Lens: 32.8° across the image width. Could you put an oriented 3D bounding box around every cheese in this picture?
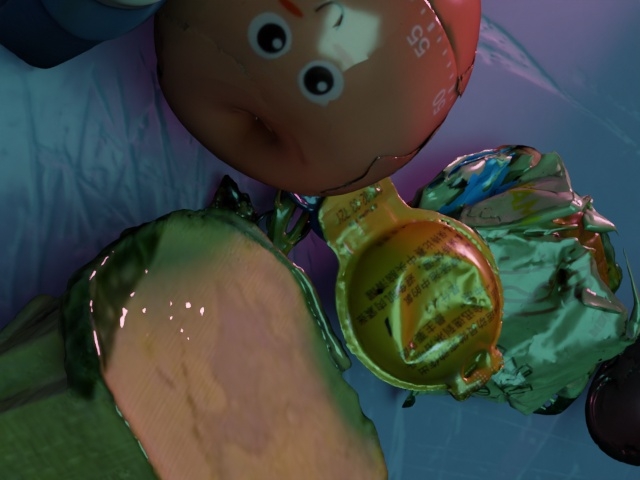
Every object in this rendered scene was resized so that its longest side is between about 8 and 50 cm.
[{"bbox_3d":[0.062,0.018,0.893,0.156,0.064,0.250,-37,94,-21],"label":"cheese"}]

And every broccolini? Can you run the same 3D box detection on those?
[{"bbox_3d":[-0.002,0.008,0.931,0.123,0.062,0.272,9,83,-29],"label":"broccolini"}]

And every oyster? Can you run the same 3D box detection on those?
[{"bbox_3d":[-0.074,0.016,0.931,0.086,0.029,0.132,-39,112,-17],"label":"oyster"}]

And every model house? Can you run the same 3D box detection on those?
[{"bbox_3d":[-0.136,0.160,0.812,0.321,0.266,0.261,60,28,-13],"label":"model house"}]

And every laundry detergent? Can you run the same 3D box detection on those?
[{"bbox_3d":[-0.146,-0.185,0.722,0.094,0.290,0.143,42,79,-25],"label":"laundry detergent"}]

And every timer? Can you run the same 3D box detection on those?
[{"bbox_3d":[-0.002,-0.152,0.788,0.229,0.229,0.215,41,72,-25],"label":"timer"}]

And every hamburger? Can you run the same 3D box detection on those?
[{"bbox_3d":[0.201,0.047,1.008,0.275,0.150,0.261,8,94,-28],"label":"hamburger"}]

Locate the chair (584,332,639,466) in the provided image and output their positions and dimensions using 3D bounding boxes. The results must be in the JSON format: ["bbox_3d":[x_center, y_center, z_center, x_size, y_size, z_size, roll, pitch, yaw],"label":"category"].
[{"bbox_3d":[0.467,0.274,1.132,0.226,0.226,0.401,-44,114,-15],"label":"chair"}]
